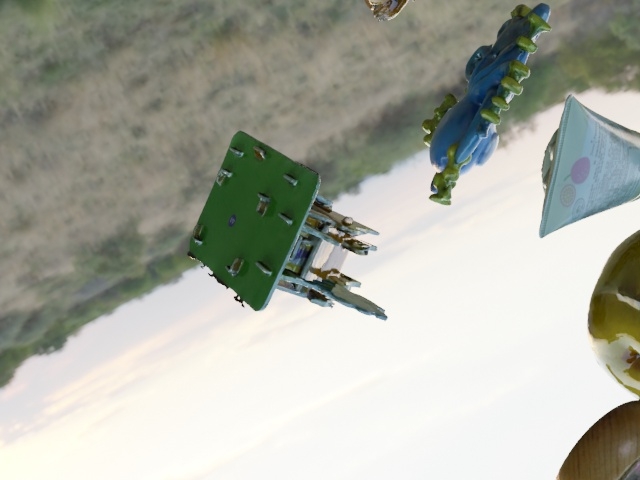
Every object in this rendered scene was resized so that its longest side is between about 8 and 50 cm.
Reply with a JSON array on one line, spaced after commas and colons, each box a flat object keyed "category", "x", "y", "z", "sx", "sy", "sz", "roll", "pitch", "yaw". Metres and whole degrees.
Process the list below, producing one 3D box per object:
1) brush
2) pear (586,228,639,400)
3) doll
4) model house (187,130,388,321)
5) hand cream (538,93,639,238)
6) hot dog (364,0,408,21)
[{"category": "brush", "x": 0.393, "y": 0.300, "z": 1.131, "sx": 0.174, "sy": 0.166, "sz": 0.266, "roll": -52, "pitch": 139, "yaw": 4}, {"category": "pear", "x": 0.526, "y": 0.085, "z": 1.401, "sx": 0.285, "sy": 0.285, "sz": 0.336, "roll": -25, "pitch": -172, "yaw": 41}, {"category": "doll", "x": 0.264, "y": -0.218, "z": 1.578, "sx": 0.341, "sy": 0.098, "sz": 0.346, "roll": -56, "pitch": -170, "yaw": 10}, {"category": "model house", "x": 0.000, "y": 0.000, "z": 1.678, "sx": 0.312, "sy": 0.243, "sz": 0.357, "roll": 17, "pitch": -173, "yaw": -31}, {"category": "hand cream", "x": 0.307, "y": -0.081, "z": 1.126, "sx": 0.093, "sy": 0.147, "sz": 0.305, "roll": 16, "pitch": -169, "yaw": 27}, {"category": "hot dog", "x": 0.160, "y": -0.470, "z": 1.485, "sx": 0.337, "sy": 0.100, "sz": 0.135, "roll": -62, "pitch": -176, "yaw": 0}]
